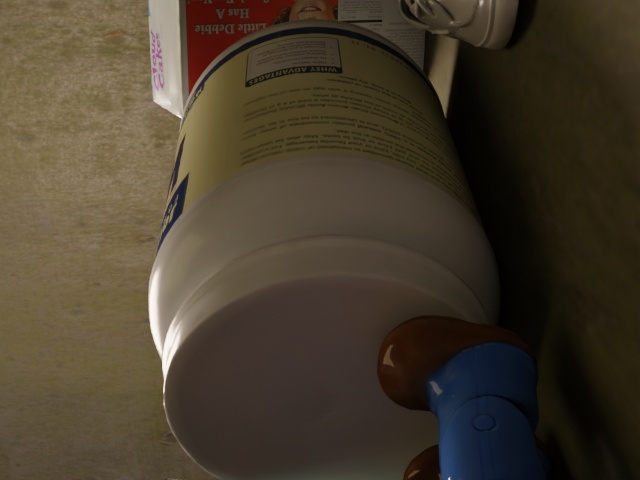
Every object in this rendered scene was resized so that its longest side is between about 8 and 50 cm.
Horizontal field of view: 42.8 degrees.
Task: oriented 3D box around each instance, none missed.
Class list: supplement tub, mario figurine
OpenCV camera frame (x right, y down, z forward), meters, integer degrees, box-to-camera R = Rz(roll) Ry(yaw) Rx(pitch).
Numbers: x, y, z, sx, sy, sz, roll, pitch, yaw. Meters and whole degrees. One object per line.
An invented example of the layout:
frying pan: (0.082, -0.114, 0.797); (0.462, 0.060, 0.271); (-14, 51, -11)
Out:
supplement tub: (0.000, 0.000, 0.609); (0.325, 0.235, 0.236); (-94, 5, -53)
mario figurine: (0.041, 0.156, 0.308); (0.170, 0.198, 0.320); (-45, 13, 18)

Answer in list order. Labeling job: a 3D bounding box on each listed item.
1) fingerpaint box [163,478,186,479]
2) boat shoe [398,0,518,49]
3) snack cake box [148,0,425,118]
fingerpaint box: (-0.083, 0.387, 0.351); (0.371, 0.163, 0.445); (-20, -67, -76)
boat shoe: (0.088, -0.167, 0.554); (0.184, 0.063, 0.066); (-98, 8, -70)
snack cake box: (-0.027, -0.209, 0.787); (0.089, 0.264, 0.152); (32, 126, 54)
